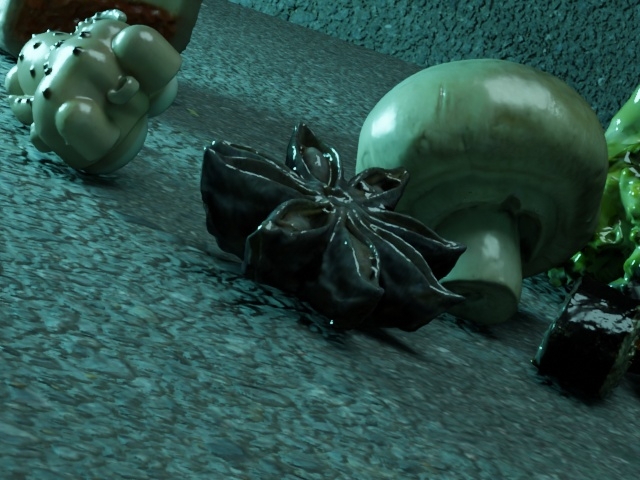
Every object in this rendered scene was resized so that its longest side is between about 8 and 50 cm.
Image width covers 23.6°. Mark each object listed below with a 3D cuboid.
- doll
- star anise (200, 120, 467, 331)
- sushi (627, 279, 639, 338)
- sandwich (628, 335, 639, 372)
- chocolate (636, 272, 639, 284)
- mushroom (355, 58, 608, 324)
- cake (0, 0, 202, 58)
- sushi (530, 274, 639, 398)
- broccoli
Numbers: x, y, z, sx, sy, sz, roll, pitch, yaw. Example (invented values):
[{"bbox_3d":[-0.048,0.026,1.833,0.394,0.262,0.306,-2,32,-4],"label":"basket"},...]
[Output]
[{"bbox_3d":[-0.226,-0.154,1.468,0.119,0.154,0.278,46,-2,-27],"label":"doll"},{"bbox_3d":[-0.001,-0.001,1.263,0.223,0.109,0.236,0,40,-40],"label":"star anise"},{"bbox_3d":[0.350,0.077,1.347,0.139,0.031,0.201,-8,36,6],"label":"sushi"},{"bbox_3d":[0.288,0.103,1.467,0.069,0.026,0.101,27,16,10],"label":"sandwich"},{"bbox_3d":[0.395,0.119,1.384,0.110,0.110,0.291,14,24,-26],"label":"chocolate"},{"bbox_3d":[0.154,-0.034,1.425,0.260,0.254,0.234,16,51,-27],"label":"mushroom"},{"bbox_3d":[-0.312,-0.343,1.915,0.309,0.237,0.230,10,16,-45],"label":"cake"},{"bbox_3d":[0.237,0.082,1.323,0.078,0.090,0.150,28,11,12],"label":"sushi"},{"bbox_3d":[0.355,-0.025,1.701,0.334,0.272,0.324,-2,-15,-45],"label":"broccoli"}]
